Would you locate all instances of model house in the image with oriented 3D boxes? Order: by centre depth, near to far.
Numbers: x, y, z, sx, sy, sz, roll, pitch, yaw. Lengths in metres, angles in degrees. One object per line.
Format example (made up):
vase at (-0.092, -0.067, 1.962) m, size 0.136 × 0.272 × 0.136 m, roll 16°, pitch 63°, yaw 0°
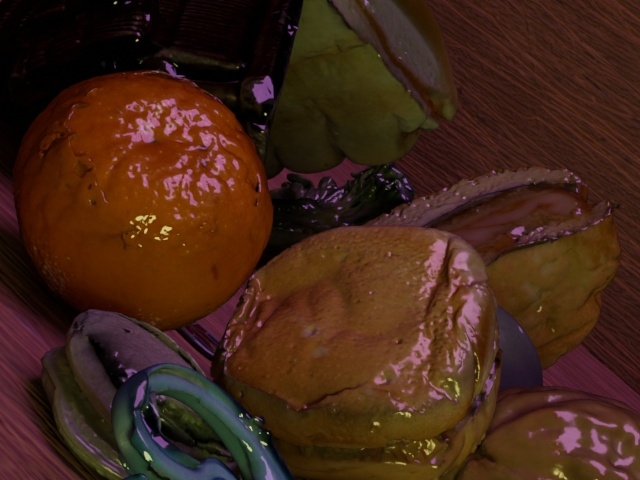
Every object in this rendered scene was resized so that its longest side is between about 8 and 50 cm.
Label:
model house at (-0.182, -0.115, 1.336) m, size 0.283 × 0.297 × 0.317 m, roll 14°, pitch 35°, yaw -3°

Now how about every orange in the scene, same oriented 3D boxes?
orange at (-0.128, -0.025, 1.083) m, size 0.193 × 0.161 × 0.193 m, roll 18°, pitch 47°, yaw -20°

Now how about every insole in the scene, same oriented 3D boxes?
insole at (-0.143, 0.038, 1.238) m, size 0.193 × 0.006 × 0.065 m, roll 40°, pitch 9°, yaw 12°

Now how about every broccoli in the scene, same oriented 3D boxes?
broccoli at (-0.014, -0.030, 1.677) m, size 0.275 × 0.177 × 0.198 m, roll 17°, pitch 25°, yaw -32°

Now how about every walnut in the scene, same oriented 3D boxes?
walnut at (0.184, 0.208, 1.112) m, size 0.245 × 0.198 × 0.198 m, roll 39°, pitch 8°, yaw -24°

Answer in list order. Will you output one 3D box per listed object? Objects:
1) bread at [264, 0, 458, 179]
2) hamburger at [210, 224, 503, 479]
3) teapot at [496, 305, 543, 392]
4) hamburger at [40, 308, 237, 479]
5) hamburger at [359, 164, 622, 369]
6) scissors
bread at (-0.049, -0.212, 1.560) m, size 0.300 × 0.341 × 0.210 m, roll 48°, pitch 42°, yaw -38°
hamburger at (0.031, 0.078, 1.070) m, size 0.214 × 0.214 × 0.108 m, roll 49°, pitch -28°, yaw 48°
teapot at (0.085, 0.119, 1.256) m, size 0.294 × 0.129 × 0.193 m, roll 42°, pitch -35°, yaw -25°
hamburger at (-0.106, 0.100, 0.908) m, size 0.133 × 0.062 × 0.140 m, roll 34°, pitch 9°, yaw -37°
hamburger at (0.148, 0.070, 1.586) m, size 0.162 × 0.330 × 0.209 m, roll 40°, pitch -36°, yaw 52°
scissors at (0.005, 0.191, 0.888) m, size 0.393 × 0.032 × 0.180 m, roll 35°, pitch 34°, yaw -50°
